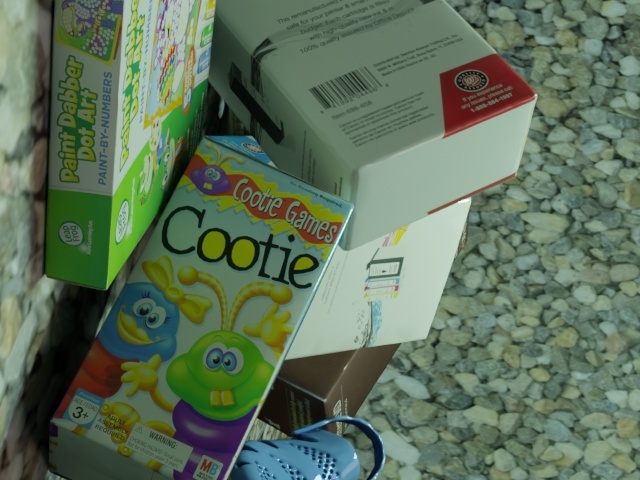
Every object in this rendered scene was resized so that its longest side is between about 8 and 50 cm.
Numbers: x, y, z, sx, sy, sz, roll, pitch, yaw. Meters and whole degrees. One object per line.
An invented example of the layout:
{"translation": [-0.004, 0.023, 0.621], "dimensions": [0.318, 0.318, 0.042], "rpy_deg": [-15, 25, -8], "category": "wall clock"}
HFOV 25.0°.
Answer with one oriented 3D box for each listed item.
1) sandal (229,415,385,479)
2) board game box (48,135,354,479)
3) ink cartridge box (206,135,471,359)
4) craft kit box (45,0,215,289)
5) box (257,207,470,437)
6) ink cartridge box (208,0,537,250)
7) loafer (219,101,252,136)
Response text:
{"translation": [-0.017, 0.262, 1.642], "dimensions": [0.126, 0.138, 0.317], "rpy_deg": [66, 16, 2], "category": "sandal"}
{"translation": [-0.099, 0.080, 1.190], "dimensions": [0.144, 0.142, 0.275], "rpy_deg": [114, 2, -63], "category": "board game box"}
{"translation": [0.000, 0.000, 1.455], "dimensions": [0.232, 0.171, 0.168], "rpy_deg": [-4, 119, -45], "category": "ink cartridge box"}
{"translation": [-0.138, -0.130, 1.098], "dimensions": [0.246, 0.061, 0.250], "rpy_deg": [-61, 163, -57], "category": "craft kit box"}
{"translation": [0.050, 0.065, 1.864], "dimensions": [0.381, 0.143, 0.191], "rpy_deg": [-54, 162, -23], "category": "box"}
{"translation": [0.033, -0.148, 1.327], "dimensions": [0.197, 0.273, 0.114], "rpy_deg": [-23, 146, -23], "category": "ink cartridge box"}
{"translation": [-0.064, -0.090, 1.559], "dimensions": [0.092, 0.102, 0.268], "rpy_deg": [-95, -167, -50], "category": "loafer"}
